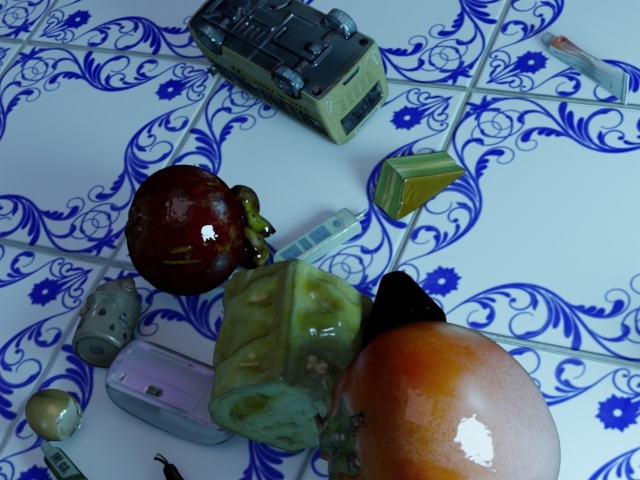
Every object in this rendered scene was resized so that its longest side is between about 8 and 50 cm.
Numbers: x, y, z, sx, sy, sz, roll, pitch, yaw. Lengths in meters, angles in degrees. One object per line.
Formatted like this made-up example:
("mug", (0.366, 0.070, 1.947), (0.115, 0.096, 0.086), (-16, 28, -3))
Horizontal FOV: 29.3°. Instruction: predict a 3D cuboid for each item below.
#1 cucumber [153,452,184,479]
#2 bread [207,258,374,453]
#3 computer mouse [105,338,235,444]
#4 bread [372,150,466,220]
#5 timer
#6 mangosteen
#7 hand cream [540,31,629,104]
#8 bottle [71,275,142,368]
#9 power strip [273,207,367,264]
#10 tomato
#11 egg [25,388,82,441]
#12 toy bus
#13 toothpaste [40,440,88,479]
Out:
("cucumber", (-0.204, 0.378, 1.781), (0.039, 0.043, 0.163), (-56, 39, 26))
("bread", (-0.040, 0.165, 1.797), (0.238, 0.196, 0.252), (-11, 46, 32))
("computer mouse", (-0.215, 0.233, 1.887), (0.245, 0.056, 0.126), (19, 58, 21))
("bread", (0.168, -0.094, 2.070), (0.139, 0.084, 0.074), (-12, 39, -35))
("timer", (0.127, 0.147, 1.790), (0.055, 0.144, 0.187), (-16, 43, 38))
("mangosteen", (-0.190, -0.015, 2.011), (0.257, 0.215, 0.215), (4, 43, -25))
("hand cream", (0.459, -0.310, 2.128), (0.038, 0.052, 0.216), (-47, 49, 1))
("bottle", (-0.345, 0.127, 2.003), (0.098, 0.099, 0.152), (-5, 43, 14))
("power strip", (0.000, 0.000, 2.033), (0.191, 0.030, 0.047), (-34, 50, -10))
("tomato", (0.158, 0.263, 1.583), (0.321, 0.321, 0.322), (-9, 49, 11))
("egg", (-0.419, 0.269, 1.910), (0.096, 0.080, 0.080), (20, 60, 27))
("toy bus", (-0.061, -0.330, 2.218), (0.365, 0.202, 0.177), (34, 74, 33))
("toothpaste", (-0.365, 0.369, 1.842), (0.049, 0.031, 0.204), (-41, 54, -12))
